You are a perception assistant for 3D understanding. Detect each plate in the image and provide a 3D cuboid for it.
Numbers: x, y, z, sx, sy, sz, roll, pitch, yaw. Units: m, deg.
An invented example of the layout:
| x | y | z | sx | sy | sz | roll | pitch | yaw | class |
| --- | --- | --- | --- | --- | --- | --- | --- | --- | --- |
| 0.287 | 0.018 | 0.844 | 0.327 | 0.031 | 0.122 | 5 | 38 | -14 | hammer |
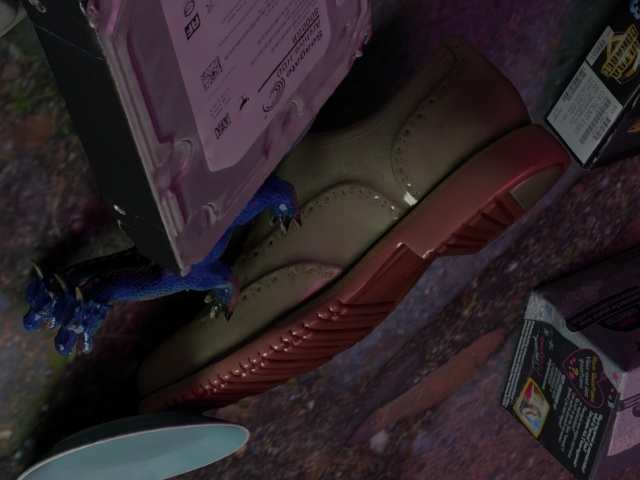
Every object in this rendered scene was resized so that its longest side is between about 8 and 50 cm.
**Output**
| x | y | z | sx | sy | sz | roll | pitch | yaw | class |
| --- | --- | --- | --- | --- | --- | --- | --- | --- | --- |
| -0.149 | 0.164 | 1.500 | 0.188 | 0.024 | 0.188 | -14 | 163 | -4 | plate |

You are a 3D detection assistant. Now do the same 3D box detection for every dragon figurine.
| x | y | z | sx | sy | sz | roll | pitch | yaw | class |
| --- | --- | --- | --- | --- | --- | --- | --- | --- | --- |
| -0.095 | -0.027 | 1.371 | 0.289 | 0.085 | 0.144 | -53 | 145 | 11 | dragon figurine |

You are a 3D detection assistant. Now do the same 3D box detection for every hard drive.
| x | y | z | sx | sy | sz | roll | pitch | yaw | class |
| --- | --- | --- | --- | --- | --- | --- | --- | --- | --- |
| -0.063 | -0.148 | 1.181 | 0.237 | 0.064 | 0.339 | -53 | 160 | -20 | hard drive |

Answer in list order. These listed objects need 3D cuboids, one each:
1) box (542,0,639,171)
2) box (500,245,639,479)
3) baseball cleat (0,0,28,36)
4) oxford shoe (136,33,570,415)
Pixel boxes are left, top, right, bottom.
| x | y | z | sx | sy | sz | roll | pitch | yaw | class |
| --- | --- | --- | --- | --- | --- | --- | --- | --- | --- |
| 0.369 | -0.204 | 1.632 | 0.295 | 0.073 | 0.293 | -16 | 151 | -39 | box |
| 0.328 | 0.109 | 1.902 | 0.247 | 0.142 | 0.163 | -21 | 138 | -33 | box |
| -0.236 | -0.155 | 1.107 | 0.206 | 0.072 | 0.109 | 0 | 124 | -46 | baseball cleat |
| 0.000 | 0.000 | 1.479 | 0.397 | 0.146 | 0.140 | -36 | 166 | 14 | oxford shoe |
